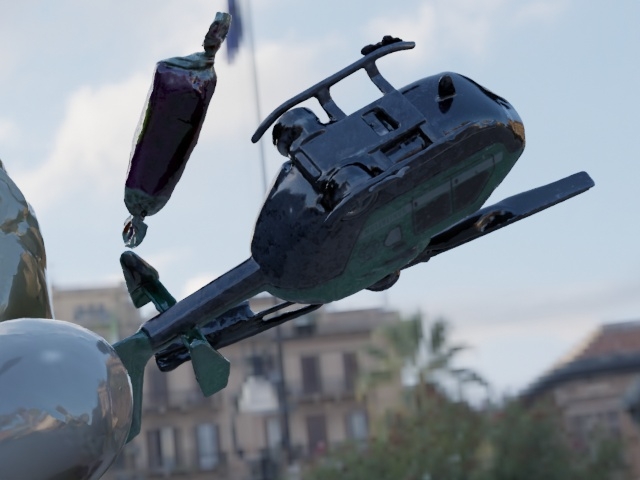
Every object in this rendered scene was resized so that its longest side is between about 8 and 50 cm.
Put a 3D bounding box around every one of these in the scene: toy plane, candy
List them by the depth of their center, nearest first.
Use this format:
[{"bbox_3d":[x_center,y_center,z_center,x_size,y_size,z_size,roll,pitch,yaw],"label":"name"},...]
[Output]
[{"bbox_3d":[0.000,0.000,1.107,0.382,0.106,0.155,-32,-39,-14],"label":"toy plane"},{"bbox_3d":[-0.100,-0.073,1.140,0.043,0.175,0.045,19,16,-12],"label":"candy"}]

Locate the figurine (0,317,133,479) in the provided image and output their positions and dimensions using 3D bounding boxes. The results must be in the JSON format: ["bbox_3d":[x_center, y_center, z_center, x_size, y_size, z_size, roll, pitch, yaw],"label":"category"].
[{"bbox_3d":[-0.143,0.038,0.361,0.365,0.206,0.218,29,-56,-26],"label":"figurine"}]

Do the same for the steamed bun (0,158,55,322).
[{"bbox_3d":[-0.329,0.094,1.019,0.342,0.367,0.255,-15,-8,25],"label":"steamed bun"}]
